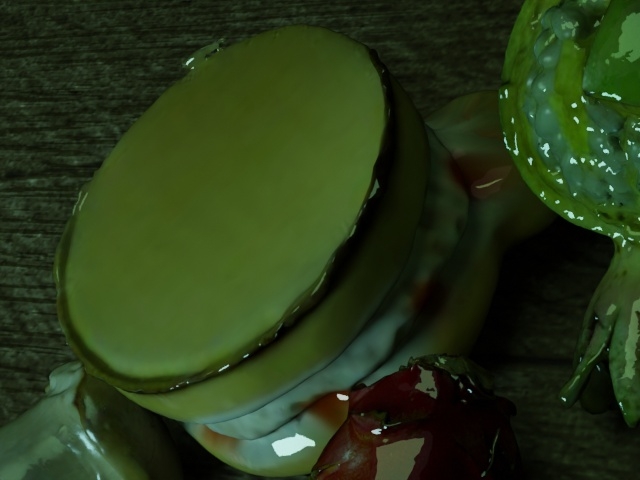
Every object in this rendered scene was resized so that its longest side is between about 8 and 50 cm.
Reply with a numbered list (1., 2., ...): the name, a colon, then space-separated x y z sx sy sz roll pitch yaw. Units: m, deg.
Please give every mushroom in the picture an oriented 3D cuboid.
1. mushroom: -0.256 0.247 1.157 0.407 0.137 0.154 -40 66 -2

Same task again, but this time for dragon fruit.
1. dragon fruit: 0.032 0.179 1.025 0.125 0.125 0.246 43 101 35

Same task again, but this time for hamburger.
1. hamburger: 0.000 0.000 1.134 0.303 0.186 0.261 -49 40 7

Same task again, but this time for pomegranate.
1. pomegranate: 0.211 -0.042 1.015 0.236 0.236 0.302 10 94 41
